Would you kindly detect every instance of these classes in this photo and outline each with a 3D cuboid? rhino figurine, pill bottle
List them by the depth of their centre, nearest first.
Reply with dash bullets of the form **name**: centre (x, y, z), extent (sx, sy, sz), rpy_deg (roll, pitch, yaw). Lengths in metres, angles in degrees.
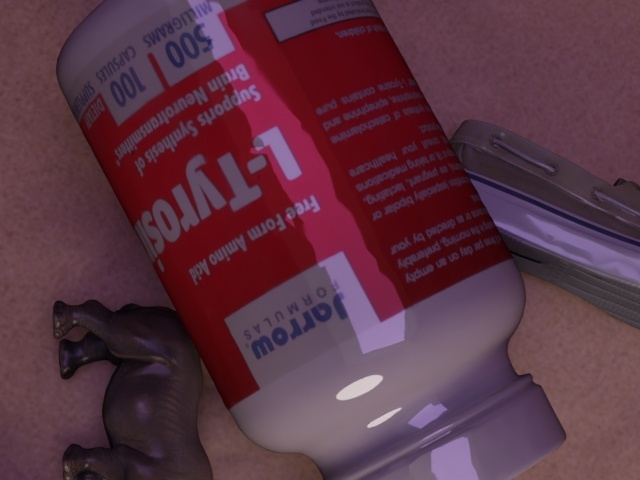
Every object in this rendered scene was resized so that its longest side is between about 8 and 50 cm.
- **pill bottle**: centre (0.000, 0.000, 1.098), extent (0.229, 0.229, 0.408), rpy_deg (-27, 84, -13)
- **rhino figurine**: centre (-0.132, 0.161, 1.125), extent (0.106, 0.073, 0.243), rpy_deg (-5, 84, -6)

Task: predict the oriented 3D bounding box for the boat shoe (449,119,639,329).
- **boat shoe**: centre (0.225, -0.004, 1.199), extent (0.302, 0.109, 0.094), rpy_deg (24, 74, -1)
